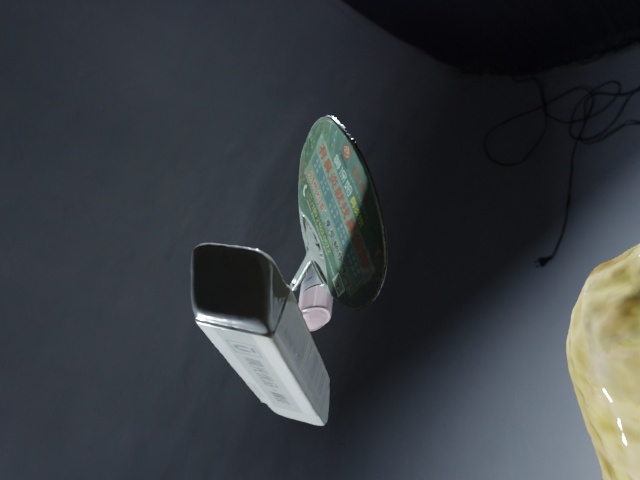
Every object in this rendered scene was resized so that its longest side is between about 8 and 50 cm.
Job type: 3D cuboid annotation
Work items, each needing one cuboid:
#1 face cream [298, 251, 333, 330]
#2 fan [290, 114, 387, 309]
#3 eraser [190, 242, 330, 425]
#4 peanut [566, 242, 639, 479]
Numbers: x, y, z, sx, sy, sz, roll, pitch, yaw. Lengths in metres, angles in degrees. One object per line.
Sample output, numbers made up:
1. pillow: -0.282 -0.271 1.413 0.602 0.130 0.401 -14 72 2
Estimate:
1. face cream: -0.002 0.065 0.795 0.084 0.057 0.198 -50 24 41
2. fan: 0.014 0.009 0.526 0.223 0.012 0.295 -128 37 -48
3. eraser: -0.052 0.129 0.494 0.089 0.352 0.061 8 54 19
4. peanut: 0.276 0.148 0.317 0.140 0.325 0.153 -20 20 20
